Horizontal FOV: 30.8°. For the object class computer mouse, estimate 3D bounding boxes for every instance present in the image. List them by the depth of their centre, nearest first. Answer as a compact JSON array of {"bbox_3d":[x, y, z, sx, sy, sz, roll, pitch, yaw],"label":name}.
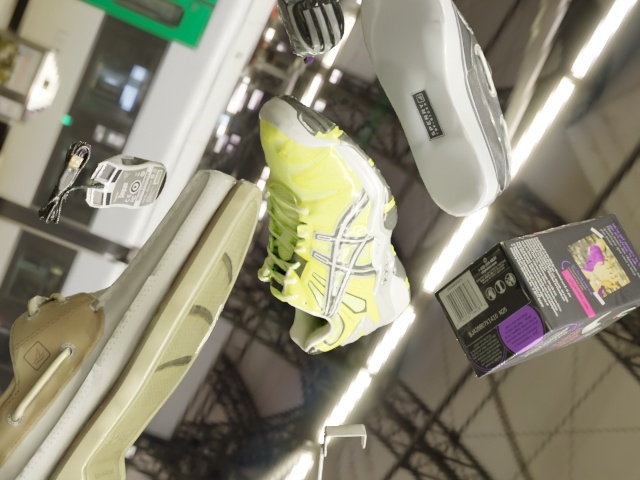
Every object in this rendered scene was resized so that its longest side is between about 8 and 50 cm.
[{"bbox_3d":[-0.266,-0.073,1.443,0.193,0.042,0.106,-4,121,-59],"label":"computer mouse"}]

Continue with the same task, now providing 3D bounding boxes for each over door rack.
[{"bbox_3d":[-0.017,0.427,1.515,0.239,0.108,0.324,-102,-154,-55],"label":"over door rack"}]

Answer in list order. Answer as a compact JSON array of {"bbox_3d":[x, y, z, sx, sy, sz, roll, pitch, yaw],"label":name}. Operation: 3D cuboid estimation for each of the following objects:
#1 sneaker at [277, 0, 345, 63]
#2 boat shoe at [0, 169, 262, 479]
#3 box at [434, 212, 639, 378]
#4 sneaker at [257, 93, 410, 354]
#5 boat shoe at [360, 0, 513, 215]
[{"bbox_3d":[-0.040,-0.323,1.383,0.098,0.083,0.223,161,-84,-71],"label":"sneaker"},{"bbox_3d":[-0.146,0.076,0.728,0.302,0.103,0.113,-59,170,-9],"label":"boat shoe"},{"bbox_3d":[0.326,0.076,1.665,0.165,0.270,0.143,-42,-112,44],"label":"box"},{"bbox_3d":[0.000,0.000,1.338,0.147,0.384,0.145,-38,-134,-16],"label":"sneaker"},{"bbox_3d":[0.137,-0.181,1.264,0.108,0.301,0.102,-15,-169,41],"label":"boat shoe"}]
